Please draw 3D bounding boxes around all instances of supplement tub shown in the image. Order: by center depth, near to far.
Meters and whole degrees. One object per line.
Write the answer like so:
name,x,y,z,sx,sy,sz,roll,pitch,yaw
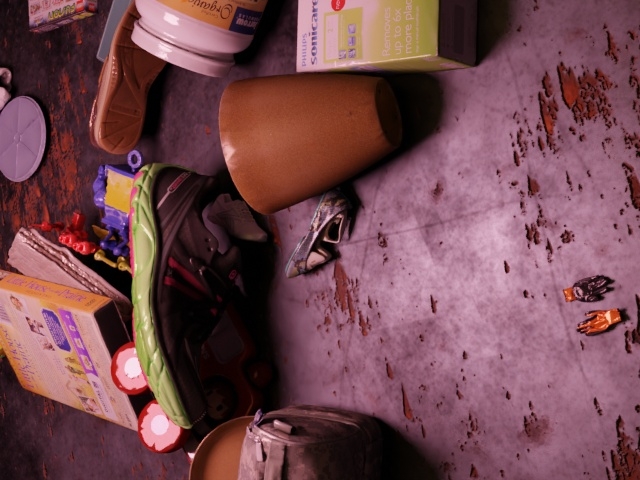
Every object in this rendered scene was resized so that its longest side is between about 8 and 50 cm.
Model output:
supplement tub,-0.200,-0.479,1.791,0.228,0.228,0.316,36,111,34

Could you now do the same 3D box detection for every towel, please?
towel,-0.513,0.085,2.021,0.282,0.049,0.187,39,152,-9

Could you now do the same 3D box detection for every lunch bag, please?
lunch bag,-0.035,0.422,1.598,0.213,0.256,0.305,7,93,20

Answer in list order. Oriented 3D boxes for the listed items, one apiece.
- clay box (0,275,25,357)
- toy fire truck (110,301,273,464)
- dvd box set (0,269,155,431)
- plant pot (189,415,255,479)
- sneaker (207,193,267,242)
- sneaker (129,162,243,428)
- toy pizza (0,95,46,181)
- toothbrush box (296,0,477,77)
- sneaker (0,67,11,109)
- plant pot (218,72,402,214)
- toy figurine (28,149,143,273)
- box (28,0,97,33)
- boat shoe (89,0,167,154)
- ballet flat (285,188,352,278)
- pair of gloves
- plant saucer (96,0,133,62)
clay box,-0.727,0.184,2.313,0.222,0.053,0.127,-31,70,33
toy fire truck,-0.225,0.258,1.855,0.254,0.169,0.302,-37,67,12
dvd box set,-0.536,0.224,2.063,0.420,0.062,0.307,9,126,39
plant pot,-0.115,0.427,1.763,0.236,0.032,0.236,0,93,2
sneaker,-0.154,-0.042,1.858,0.152,0.054,0.061,30,105,36
sneaker,-0.233,0.088,1.749,0.185,0.202,0.482,127,139,-74
toy pizza,-0.697,-0.237,2.311,0.201,0.032,0.201,-2,86,39
toothbrush box,0.106,-0.379,1.613,0.283,0.122,0.206,2,90,40
sneaker,-0.795,-0.384,2.372,0.115,0.090,0.232,-37,56,4
plant pot,0.000,-0.182,1.650,0.254,0.237,0.237,-11,82,23
toy figurine,-0.389,-0.073,1.970,0.363,0.191,0.217,20,97,36
box,-0.582,-0.545,2.221,0.207,0.036,0.114,-5,86,39
boat shoe,-0.396,-0.344,2.011,0.123,0.123,0.342,13,89,54
ballet flat,0.000,0.000,1.730,0.070,0.070,0.188,41,117,32
pair of gloves,0.397,0.095,1.440,0.074,0.010,0.083,-28,69,36
plant saucer,-0.434,-0.468,2.114,0.067,0.018,0.192,32,109,35
